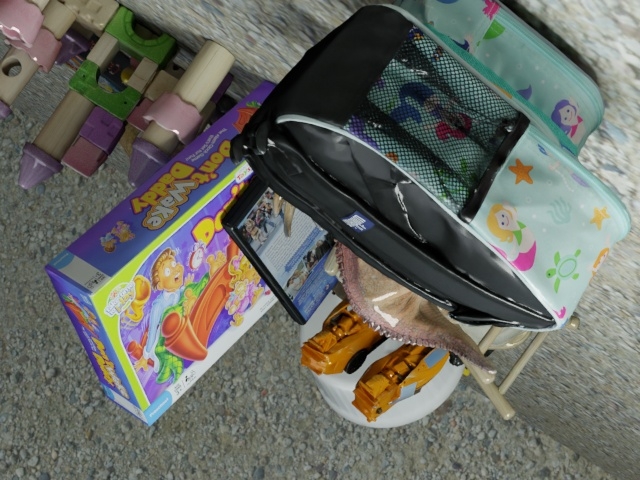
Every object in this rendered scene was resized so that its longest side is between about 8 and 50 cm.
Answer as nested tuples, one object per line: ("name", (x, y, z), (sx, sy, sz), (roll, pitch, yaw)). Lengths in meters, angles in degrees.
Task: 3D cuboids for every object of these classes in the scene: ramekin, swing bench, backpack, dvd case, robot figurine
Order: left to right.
("dvd case", (-0.014, -0.024, 1.373), (0.022, 0.180, 0.253), (29, 164, 31))
("ramekin", (0.098, 0.161, 1.941), (0.277, 0.277, 0.135), (28, 164, 33))
("robot figurine", (0.124, 0.124, 1.652), (0.211, 0.291, 0.085), (38, 146, 27))
("backpack", (0.091, -0.052, 0.817), (0.253, 0.191, 0.225), (42, 169, -9))
("swing bench", (0.169, 0.069, 1.449), (0.254, 0.165, 0.253), (35, 175, 22))

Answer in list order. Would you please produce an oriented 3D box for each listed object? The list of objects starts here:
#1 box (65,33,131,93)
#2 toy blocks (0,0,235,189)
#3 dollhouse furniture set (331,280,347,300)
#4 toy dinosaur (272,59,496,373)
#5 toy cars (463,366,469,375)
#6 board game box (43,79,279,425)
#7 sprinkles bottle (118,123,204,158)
("box", (-0.378, -0.301, 1.742), (0.233, 0.044, 0.159), (39, 170, -39))
("toy blocks", (-0.281, -0.157, 1.437), (0.288, 0.260, 0.309), (32, 173, -1))
("dollhouse furniture set", (0.000, 0.000, 1.804), (0.183, 0.129, 0.129), (37, 171, -33))
("toy dinosaur", (0.053, -0.005, 1.035), (0.200, 0.296, 0.127), (-6, 162, -28))
("toy cars", (0.136, 0.114, 2.196), (0.393, 0.087, 0.176), (33, 169, 25))
("board game box", (-0.131, 0.013, 1.331), (0.078, 0.347, 0.233), (28, 148, 32))
("sprinkles bottle", (-0.184, -0.081, 1.642), (0.121, 0.121, 0.355), (41, -170, -48))
